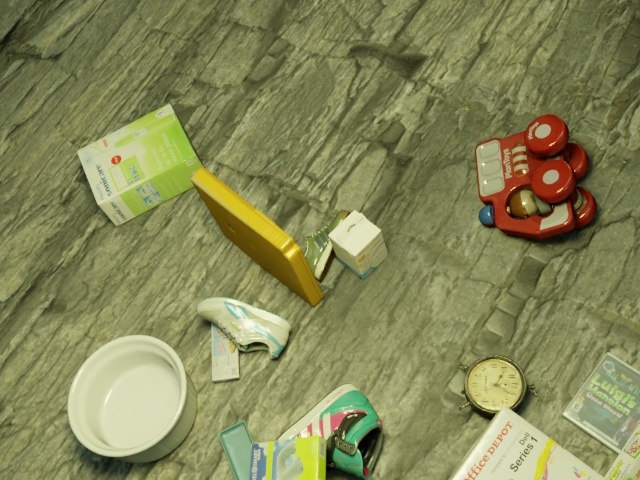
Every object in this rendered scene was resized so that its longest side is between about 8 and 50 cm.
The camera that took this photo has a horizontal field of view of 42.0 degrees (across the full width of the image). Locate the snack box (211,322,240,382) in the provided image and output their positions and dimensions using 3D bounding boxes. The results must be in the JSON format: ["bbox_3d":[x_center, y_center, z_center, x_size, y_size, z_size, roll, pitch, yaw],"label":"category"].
[{"bbox_3d":[-0.224,0.246,1.969,0.064,0.022,0.178,-9,60,7],"label":"snack box"}]

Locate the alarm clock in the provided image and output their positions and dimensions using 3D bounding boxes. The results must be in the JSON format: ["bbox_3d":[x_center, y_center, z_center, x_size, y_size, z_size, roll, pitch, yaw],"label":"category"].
[{"bbox_3d":[0.390,0.312,1.764,0.192,0.064,0.129,-2,61,16],"label":"alarm clock"}]

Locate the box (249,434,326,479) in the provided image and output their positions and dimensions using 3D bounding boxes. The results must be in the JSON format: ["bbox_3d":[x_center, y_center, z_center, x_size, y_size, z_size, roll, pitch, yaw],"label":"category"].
[{"bbox_3d":[-0.075,0.457,1.674,0.178,0.042,0.109,-14,55,24],"label":"box"}]

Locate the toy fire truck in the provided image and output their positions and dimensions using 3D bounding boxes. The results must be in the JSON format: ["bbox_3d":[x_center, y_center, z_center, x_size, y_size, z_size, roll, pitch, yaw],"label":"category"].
[{"bbox_3d":[0.489,-0.133,1.954,0.253,0.169,0.302,-18,55,31],"label":"toy fire truck"}]

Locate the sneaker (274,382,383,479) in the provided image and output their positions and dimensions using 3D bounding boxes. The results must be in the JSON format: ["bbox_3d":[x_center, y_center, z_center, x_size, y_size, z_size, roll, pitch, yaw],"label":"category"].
[{"bbox_3d":[0.020,0.453,1.738,0.295,0.124,0.178,-43,46,-13],"label":"sneaker"}]

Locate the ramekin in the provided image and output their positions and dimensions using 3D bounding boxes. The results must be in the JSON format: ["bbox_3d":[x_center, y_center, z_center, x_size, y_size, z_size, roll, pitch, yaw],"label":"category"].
[{"bbox_3d":[-0.413,0.367,1.880,0.277,0.135,0.277,-6,60,10],"label":"ramekin"}]

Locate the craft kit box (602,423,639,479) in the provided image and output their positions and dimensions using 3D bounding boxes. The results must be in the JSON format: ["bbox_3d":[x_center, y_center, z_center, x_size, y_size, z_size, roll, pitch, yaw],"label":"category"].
[{"bbox_3d":[0.617,0.512,1.527,0.250,0.061,0.247,43,77,-10],"label":"craft kit box"}]

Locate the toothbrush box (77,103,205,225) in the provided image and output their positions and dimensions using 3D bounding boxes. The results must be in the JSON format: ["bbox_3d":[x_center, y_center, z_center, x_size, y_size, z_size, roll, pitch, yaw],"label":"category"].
[{"bbox_3d":[-0.472,-0.202,2.221,0.283,0.122,0.206,-28,59,-1],"label":"toothbrush box"}]

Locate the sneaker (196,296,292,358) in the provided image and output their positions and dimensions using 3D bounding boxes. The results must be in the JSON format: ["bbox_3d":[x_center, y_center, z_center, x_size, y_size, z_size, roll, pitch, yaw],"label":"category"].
[{"bbox_3d":[-0.186,0.199,1.930,0.228,0.087,0.092,17,64,8],"label":"sneaker"}]

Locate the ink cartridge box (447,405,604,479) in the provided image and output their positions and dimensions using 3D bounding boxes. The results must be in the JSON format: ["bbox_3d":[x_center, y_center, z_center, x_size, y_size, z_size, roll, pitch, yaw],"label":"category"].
[{"bbox_3d":[0.406,0.488,1.608,0.278,0.117,0.201,36,74,17],"label":"ink cartridge box"}]

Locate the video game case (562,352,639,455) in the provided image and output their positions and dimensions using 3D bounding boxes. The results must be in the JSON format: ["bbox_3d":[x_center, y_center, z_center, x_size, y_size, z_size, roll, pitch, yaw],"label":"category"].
[{"bbox_3d":[0.627,0.349,1.713,0.190,0.022,0.173,34,73,27],"label":"video game case"}]

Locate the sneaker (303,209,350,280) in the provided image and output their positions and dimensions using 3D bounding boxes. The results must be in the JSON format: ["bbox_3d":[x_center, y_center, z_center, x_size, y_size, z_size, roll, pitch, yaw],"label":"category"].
[{"bbox_3d":[0.000,0.000,2.028,0.086,0.064,0.192,19,70,16],"label":"sneaker"}]

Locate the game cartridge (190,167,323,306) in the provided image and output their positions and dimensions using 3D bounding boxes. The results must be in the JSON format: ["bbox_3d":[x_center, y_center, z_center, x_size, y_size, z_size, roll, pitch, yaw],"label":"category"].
[{"bbox_3d":[-0.142,-0.005,1.938,0.323,0.285,0.053,36,75,27],"label":"game cartridge"}]

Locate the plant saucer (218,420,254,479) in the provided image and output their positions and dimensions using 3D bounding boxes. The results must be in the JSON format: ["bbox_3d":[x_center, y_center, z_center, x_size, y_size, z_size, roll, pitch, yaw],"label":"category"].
[{"bbox_3d":[-0.161,0.492,1.820,0.067,0.018,0.192,-27,58,-2],"label":"plant saucer"}]

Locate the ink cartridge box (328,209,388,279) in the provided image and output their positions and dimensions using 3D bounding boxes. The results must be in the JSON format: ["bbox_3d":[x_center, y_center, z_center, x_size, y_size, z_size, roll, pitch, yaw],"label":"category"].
[{"bbox_3d":[0.089,0.008,1.958,0.090,0.143,0.092,38,76,28],"label":"ink cartridge box"}]
